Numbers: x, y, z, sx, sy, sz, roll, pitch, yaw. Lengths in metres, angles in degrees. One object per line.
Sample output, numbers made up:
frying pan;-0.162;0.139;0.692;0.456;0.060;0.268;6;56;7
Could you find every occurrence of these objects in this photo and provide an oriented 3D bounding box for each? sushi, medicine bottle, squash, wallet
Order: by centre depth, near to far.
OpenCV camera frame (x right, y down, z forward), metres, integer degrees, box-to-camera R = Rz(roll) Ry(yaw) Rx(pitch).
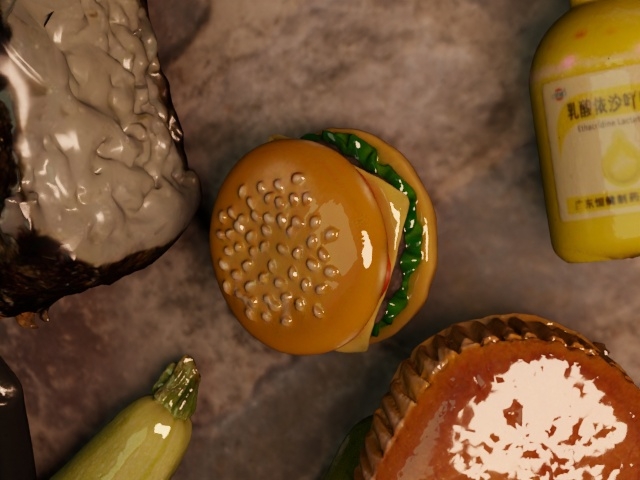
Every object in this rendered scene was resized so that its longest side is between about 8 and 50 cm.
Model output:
medicine bottle;0.180;-0.099;0.784;0.121;0.121;0.213;-8;90;36
squash;0.012;0.196;0.981;0.052;0.052;0.183;44;117;24
sushi;-0.244;-0.115;1.028;0.207;0.234;0.349;-17;81;37
squash;-0.160;0.178;1.092;0.094;0.094;0.224;46;112;23
wallet;-0.288;0.142;1.132;0.149;0.044;0.250;49;153;23

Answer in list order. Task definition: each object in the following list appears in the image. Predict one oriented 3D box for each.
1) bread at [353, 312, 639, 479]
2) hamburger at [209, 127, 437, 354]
bread;0.115;0.146;0.820;0.199;0.104;0.199;0;96;1
hamburger;0.000;0.000;0.928;0.162;0.115;0.162;5;98;37
